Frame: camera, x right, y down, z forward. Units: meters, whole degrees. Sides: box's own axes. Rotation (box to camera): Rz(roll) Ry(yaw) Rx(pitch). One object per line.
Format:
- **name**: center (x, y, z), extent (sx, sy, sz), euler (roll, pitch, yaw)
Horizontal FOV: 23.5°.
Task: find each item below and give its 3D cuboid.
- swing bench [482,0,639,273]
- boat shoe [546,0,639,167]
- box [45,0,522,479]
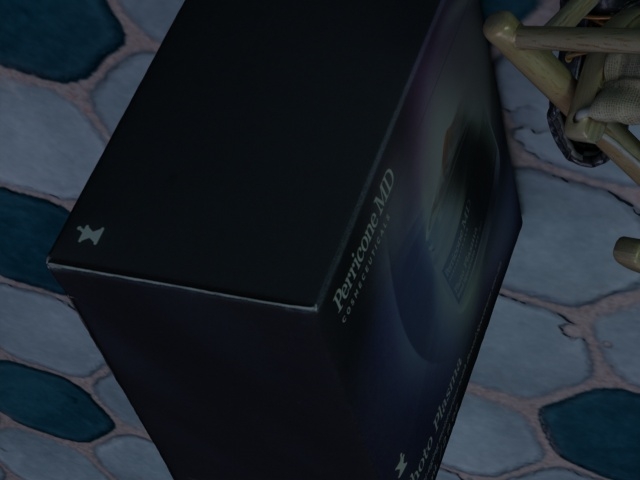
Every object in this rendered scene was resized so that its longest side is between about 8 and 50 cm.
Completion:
- **swing bench**: center (0.265, -0.054, 0.789), extent (0.253, 0.165, 0.254), euler (13, 142, 53)
- **boat shoe**: center (0.172, -0.125, 0.922), extent (0.065, 0.083, 0.183), euler (10, 146, 18)
- **box**: center (0.000, 0.000, 1.011), extent (0.183, 0.296, 0.294), euler (8, 146, 22)
